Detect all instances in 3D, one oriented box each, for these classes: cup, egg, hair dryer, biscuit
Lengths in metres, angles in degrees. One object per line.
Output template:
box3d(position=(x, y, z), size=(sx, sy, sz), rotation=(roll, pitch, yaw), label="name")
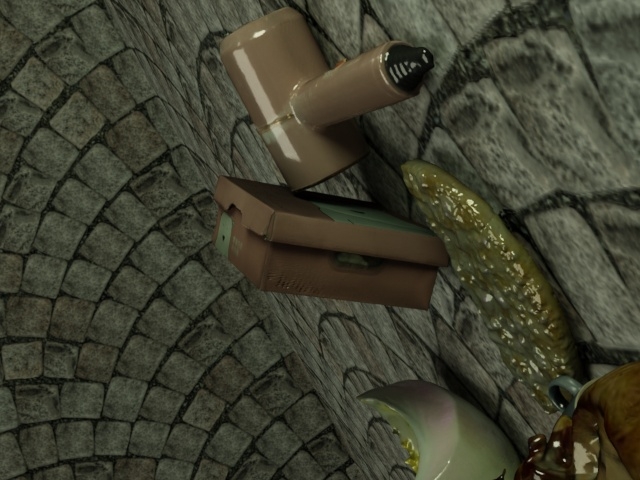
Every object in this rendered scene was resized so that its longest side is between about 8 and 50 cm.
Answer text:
box3d(position=(0.233, 0.153, 0.721), size=(0.100, 0.078, 0.077), rotation=(47, 159, 29), label="cup")
box3d(position=(0.175, 0.292, 1.099), size=(0.206, 0.161, 0.271), rotation=(31, -141, -29), label="egg")
box3d(position=(0.018, -0.161, 0.837), size=(0.189, 0.106, 0.344), rotation=(63, 158, -10), label="hair dryer")
box3d(position=(0.176, 0.048, 0.785), size=(0.290, 0.038, 0.141), rotation=(60, 167, -12), label="biscuit")

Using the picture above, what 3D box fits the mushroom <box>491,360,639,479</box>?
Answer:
box3d(position=(0.240, 0.202, 0.528), size=(0.283, 0.195, 0.263), rotation=(21, 136, 44), label="mushroom")

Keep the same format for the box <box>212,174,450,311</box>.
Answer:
box3d(position=(0.000, 0.000, 0.952), size=(0.215, 0.215, 0.086), rotation=(-148, 69, -64), label="box")
